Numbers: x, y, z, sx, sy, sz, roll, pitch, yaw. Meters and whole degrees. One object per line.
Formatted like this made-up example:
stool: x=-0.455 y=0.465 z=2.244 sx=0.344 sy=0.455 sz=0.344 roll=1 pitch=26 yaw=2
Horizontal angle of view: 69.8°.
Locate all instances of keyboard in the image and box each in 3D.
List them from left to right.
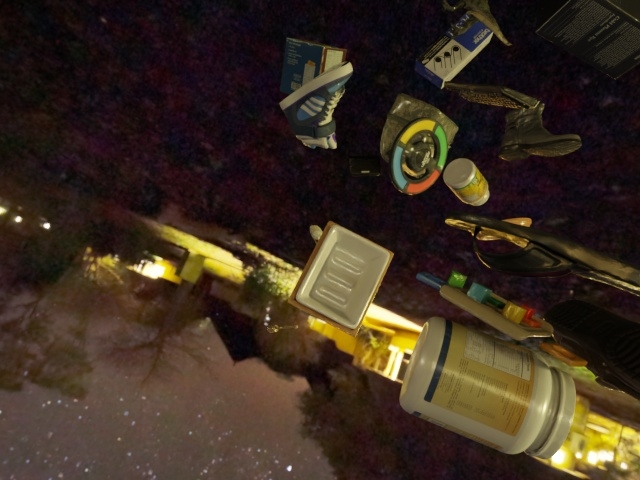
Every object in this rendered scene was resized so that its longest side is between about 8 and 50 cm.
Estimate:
keyboard: x=0.298 y=-0.248 z=0.794 sx=0.108 sy=0.023 sz=0.180 roll=11 pitch=-162 yaw=-19

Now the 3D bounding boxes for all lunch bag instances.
lunch bag: x=0.373 y=-0.391 z=1.794 sx=0.213 sy=0.255 sz=0.305 roll=35 pitch=-165 yaw=27

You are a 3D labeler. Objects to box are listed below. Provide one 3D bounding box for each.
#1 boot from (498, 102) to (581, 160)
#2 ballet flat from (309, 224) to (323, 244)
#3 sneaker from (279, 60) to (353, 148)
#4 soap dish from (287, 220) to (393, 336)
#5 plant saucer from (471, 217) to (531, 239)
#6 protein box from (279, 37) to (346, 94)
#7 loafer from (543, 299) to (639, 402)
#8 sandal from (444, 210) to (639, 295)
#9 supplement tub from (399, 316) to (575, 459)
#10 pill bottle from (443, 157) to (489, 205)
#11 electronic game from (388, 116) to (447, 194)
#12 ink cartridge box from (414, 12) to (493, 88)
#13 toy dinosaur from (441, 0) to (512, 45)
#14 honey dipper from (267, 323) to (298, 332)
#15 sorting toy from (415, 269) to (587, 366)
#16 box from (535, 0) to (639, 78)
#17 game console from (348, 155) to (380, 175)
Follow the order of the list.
boot: x=0.871 y=-0.452 z=1.833 sx=0.118 sy=0.222 sz=0.338 roll=17 pitch=173 yaw=-37
ballet flat: x=0.000 y=0.000 z=2.185 sx=0.168 sy=0.057 sz=0.052 roll=64 pitch=176 yaw=-6
sneaker: x=0.028 y=-0.438 z=1.567 sx=0.323 sy=0.130 sz=0.236 roll=-17 pitch=115 yaw=41
soap dish: x=0.062 y=0.117 z=1.417 sx=0.229 sy=0.290 sz=0.118 roll=27 pitch=165 yaw=0
plant saucer: x=0.632 y=-0.036 z=1.601 sx=0.200 sy=0.037 sz=0.200 roll=-8 pitch=169 yaw=-2
protein box: x=-0.032 y=-0.655 z=1.771 sx=0.200 sy=0.201 sz=0.136 roll=29 pitch=-149 yaw=34
loafer: x=0.601 y=0.234 z=0.895 sx=0.130 sy=0.134 sz=0.366 roll=62 pitch=179 yaw=-18
sandal: x=0.460 y=0.041 z=0.973 sx=0.446 sy=0.106 sz=0.168 roll=24 pitch=-178 yaw=31
supplement tub: x=0.358 y=0.324 z=1.016 sx=0.317 sy=0.228 sz=0.228 roll=20 pitch=168 yaw=10
pill bottle: x=0.548 y=-0.208 z=1.698 sx=0.118 sy=0.117 sz=0.208 roll=11 pitch=167 yaw=42
electronic game: x=0.291 y=-0.247 z=1.354 sx=0.229 sy=0.229 sz=0.048 roll=32 pitch=179 yaw=-41
ink cartridge box: x=0.364 y=-0.519 z=1.253 sx=0.097 sy=0.207 sz=0.046 roll=43 pitch=171 yaw=14
toy dinosaur: x=0.373 y=-0.565 z=1.142 sx=0.118 sy=0.268 sz=0.064 roll=-12 pitch=149 yaw=5
honey dipper: x=-0.149 y=0.347 z=1.834 sx=0.161 sy=0.030 sz=0.031 roll=-16 pitch=144 yaw=41
sorting toy: x=0.358 y=0.129 z=0.908 sx=0.348 sy=0.047 sz=0.196 roll=32 pitch=-164 yaw=38
box: x=0.834 y=-0.718 z=1.361 sx=0.313 sy=0.342 sz=0.179 roll=22 pitch=155 yaw=-12
game console: x=0.176 y=-0.303 z=1.852 sx=0.122 sy=0.107 sz=0.071 roll=-2 pitch=170 yaw=-1
